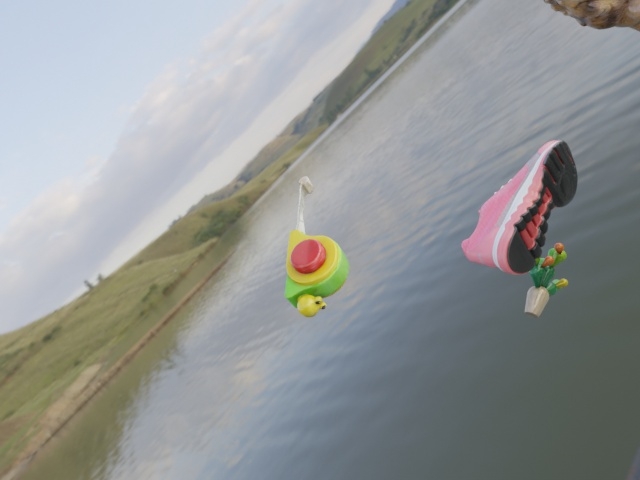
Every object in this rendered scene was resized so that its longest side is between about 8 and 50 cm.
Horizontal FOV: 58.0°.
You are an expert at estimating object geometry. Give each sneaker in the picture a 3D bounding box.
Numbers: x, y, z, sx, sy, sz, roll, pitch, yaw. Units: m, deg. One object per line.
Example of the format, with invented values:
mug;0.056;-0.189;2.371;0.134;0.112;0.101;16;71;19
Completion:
sneaker;0.360;-0.076;1.060;0.136;0.116;0.314;4;48;51

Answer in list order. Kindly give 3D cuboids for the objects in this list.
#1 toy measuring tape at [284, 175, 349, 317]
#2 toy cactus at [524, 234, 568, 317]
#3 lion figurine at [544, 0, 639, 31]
toy measuring tape;0.000;0.000;1.135;0.121;0.121;0.330;-37;38;43
toy cactus;0.524;0.093;1.383;0.112;0.219;0.181;15;71;31
lion figurine;0.464;-0.301;0.730;0.240;0.391;0.142;-131;63;-72
